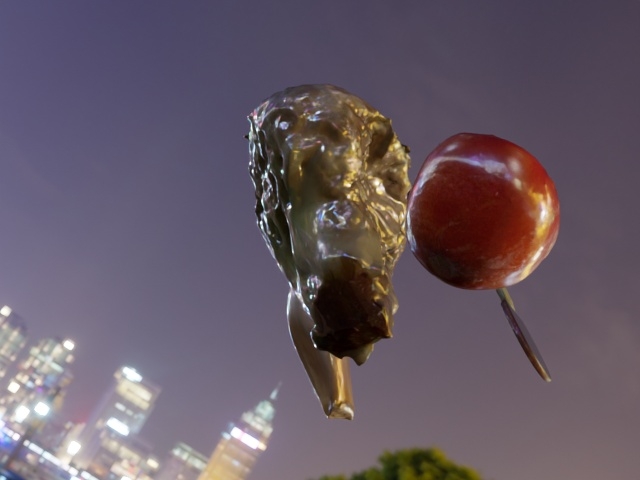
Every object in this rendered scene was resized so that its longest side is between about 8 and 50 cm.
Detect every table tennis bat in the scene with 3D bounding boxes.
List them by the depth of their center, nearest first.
[{"bbox_3d":[0.221,0.089,1.064,0.087,0.013,0.157,42,21,-49],"label":"table tennis bat"}]

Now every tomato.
[{"bbox_3d":[0.131,-0.012,0.834,0.139,0.091,0.159,33,-38,14],"label":"tomato"}]

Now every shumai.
[{"bbox_3d":[-0.001,0.003,1.195,0.216,0.283,0.346,2,-40,12],"label":"shumai"}]

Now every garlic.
[{"bbox_3d":[0.005,0.183,1.774,0.143,0.112,0.318,60,11,-71],"label":"garlic"}]
